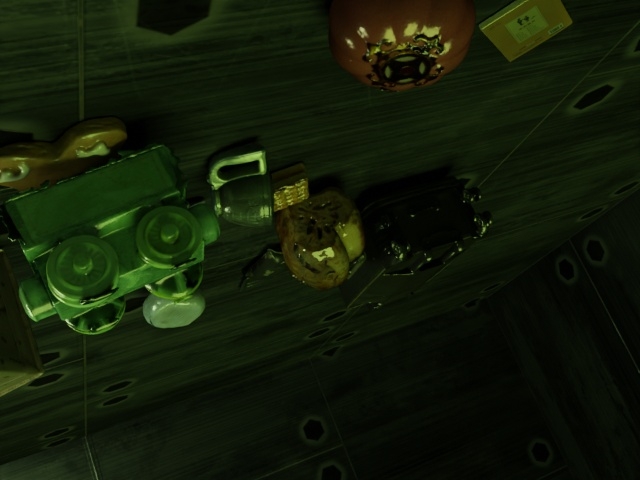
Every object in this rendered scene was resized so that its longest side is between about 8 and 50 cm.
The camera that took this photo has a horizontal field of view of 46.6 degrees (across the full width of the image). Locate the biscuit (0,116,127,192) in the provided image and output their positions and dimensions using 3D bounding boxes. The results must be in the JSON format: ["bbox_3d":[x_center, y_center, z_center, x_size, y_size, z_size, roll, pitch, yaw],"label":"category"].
[{"bbox_3d":[-0.336,-0.068,1.089,0.215,0.047,0.340,-19,162,-9],"label":"biscuit"}]

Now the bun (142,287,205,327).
[{"bbox_3d":[-0.329,0.136,1.657,0.140,0.083,0.141,-16,153,-9],"label":"bun"}]

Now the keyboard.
[{"bbox_3d":[-0.121,0.094,1.883,0.381,0.041,0.103,-23,164,-24],"label":"keyboard"}]

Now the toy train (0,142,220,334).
[{"bbox_3d":[-0.274,0.001,0.986,0.271,0.188,0.159,-25,162,-20],"label":"toy train"}]

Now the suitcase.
[{"bbox_3d":[0.186,0.013,1.741,0.283,0.194,0.434,-17,162,-20],"label":"suitcase"}]

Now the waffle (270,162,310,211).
[{"bbox_3d":[-0.092,-0.084,1.353,0.147,0.042,0.102,-21,164,-7],"label":"waffle"}]

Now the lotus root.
[{"bbox_3d":[0.006,0.007,1.531,0.193,0.193,0.291,-22,163,-3],"label":"lotus root"}]

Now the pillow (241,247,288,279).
[{"bbox_3d":[-0.115,0.056,1.739,0.090,0.048,0.150,-12,162,-40],"label":"pillow"}]

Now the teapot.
[{"bbox_3d":[-0.130,-0.079,1.218,0.108,0.111,0.149,-6,166,-7],"label":"teapot"}]

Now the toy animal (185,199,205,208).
[{"bbox_3d":[-0.298,0.008,1.250,0.239,0.176,0.256,-22,-143,60],"label":"toy animal"}]

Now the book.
[{"bbox_3d":[0.326,-0.340,1.168,0.118,0.012,0.172,-30,162,23],"label":"book"}]

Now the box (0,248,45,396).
[{"bbox_3d":[-0.611,0.152,1.092,0.297,0.225,0.190,-27,163,7],"label":"box"}]

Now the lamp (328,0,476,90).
[{"bbox_3d":[0.097,-0.267,0.906,0.181,0.140,0.182,-4,157,-2],"label":"lamp"}]
